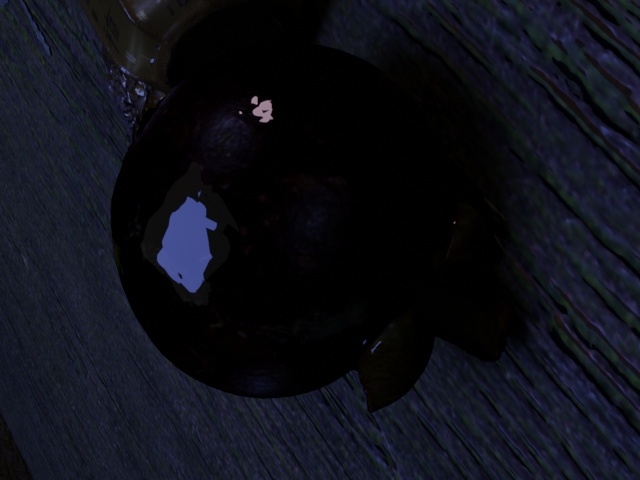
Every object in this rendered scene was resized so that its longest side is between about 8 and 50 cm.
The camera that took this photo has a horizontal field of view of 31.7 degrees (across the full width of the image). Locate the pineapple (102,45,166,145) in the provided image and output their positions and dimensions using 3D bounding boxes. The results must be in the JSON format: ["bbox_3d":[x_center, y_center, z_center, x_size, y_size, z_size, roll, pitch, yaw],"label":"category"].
[{"bbox_3d":[-0.143,-0.136,0.987,0.225,0.076,0.225,163,90,-74],"label":"pineapple"}]

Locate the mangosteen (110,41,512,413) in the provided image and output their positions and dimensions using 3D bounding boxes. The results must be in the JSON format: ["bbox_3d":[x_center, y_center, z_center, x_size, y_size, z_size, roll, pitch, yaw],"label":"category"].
[{"bbox_3d":[0.000,0.000,0.703,0.265,0.228,0.228,31,144,5],"label":"mangosteen"}]

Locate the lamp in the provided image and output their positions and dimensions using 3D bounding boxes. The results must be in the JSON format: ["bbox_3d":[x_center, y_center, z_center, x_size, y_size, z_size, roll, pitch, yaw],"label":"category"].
[{"bbox_3d":[-0.101,-0.205,0.810,0.185,0.161,0.161,60,151,23],"label":"lamp"}]

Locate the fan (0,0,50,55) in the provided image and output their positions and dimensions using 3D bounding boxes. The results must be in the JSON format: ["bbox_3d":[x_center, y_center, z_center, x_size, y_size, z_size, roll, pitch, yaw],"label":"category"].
[{"bbox_3d":[-0.417,-0.355,1.473,0.329,0.009,0.191,59,150,25],"label":"fan"}]
